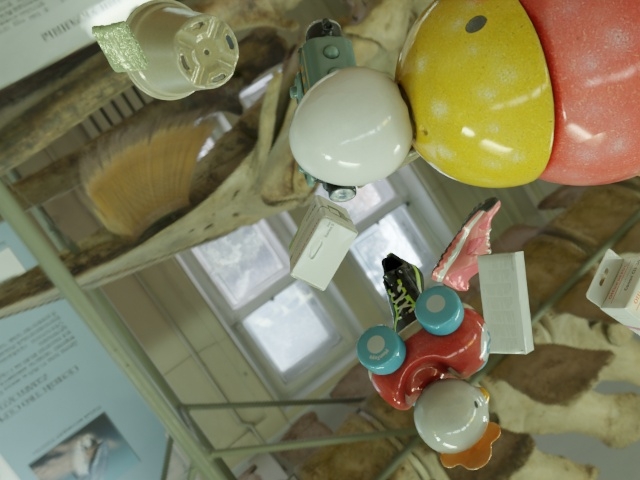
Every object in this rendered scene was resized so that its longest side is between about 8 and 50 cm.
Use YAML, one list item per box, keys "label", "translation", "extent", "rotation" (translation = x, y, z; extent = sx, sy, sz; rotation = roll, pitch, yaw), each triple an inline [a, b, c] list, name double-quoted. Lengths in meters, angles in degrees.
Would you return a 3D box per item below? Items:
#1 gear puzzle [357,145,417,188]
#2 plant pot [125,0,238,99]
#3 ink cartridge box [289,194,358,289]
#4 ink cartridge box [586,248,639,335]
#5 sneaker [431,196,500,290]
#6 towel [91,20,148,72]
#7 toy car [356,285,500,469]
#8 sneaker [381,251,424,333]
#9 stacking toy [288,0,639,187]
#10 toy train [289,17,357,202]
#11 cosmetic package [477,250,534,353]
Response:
- label: "gear puzzle"
  translation: [0.227, -0.225, 1.426]
  extent: [0.175, 0.044, 0.339]
  rotation: [-28, 179, -44]
- label: "plant pot"
  translation: [-0.435, -0.618, 1.953]
  extent: [0.334, 0.334, 0.305]
  rotation: [-37, -146, -25]
- label: "ink cartridge box"
  translation: [0.000, 0.000, 1.764]
  extent: [0.198, 0.114, 0.273]
  rotation: [-61, -168, 13]
- label: "ink cartridge box"
  translation: [0.606, 0.108, 1.112]
  extent: [0.115, 0.198, 0.067]
  rotation: [-60, -170, -12]
- label: "sneaker"
  translation: [0.462, 0.015, 1.784]
  extent: [0.314, 0.136, 0.116]
  rotation: [-60, 172, 22]
- label: "towel"
  translation: [-0.538, -0.518, 1.614]
  extent: [0.110, 0.148, 0.027]
  rotation: [-6, -130, 11]
- label: "toy car"
  translation: [0.208, 0.236, 0.936]
  extent: [0.210, 0.219, 0.238]
  rotation: [-35, -130, 5]
- label: "sneaker"
  translation: [0.153, 0.107, 1.178]
  extent: [0.084, 0.097, 0.235]
  rotation: [-41, -156, 21]
- label: "stacking toy"
  translation: [0.201, -0.160, 0.600]
  extent: [0.479, 0.351, 0.350]
  rotation: [-20, -174, -5]
- label: "toy train"
  translation: [0.024, -0.241, 1.096]
  extent: [0.142, 0.334, 0.190]
  rotation: [-4, 155, -7]
- label: "cosmetic package"
  translation: [0.446, 0.149, 1.442]
  extent: [0.098, 0.239, 0.060]
  rotation: [-6, 179, 41]
